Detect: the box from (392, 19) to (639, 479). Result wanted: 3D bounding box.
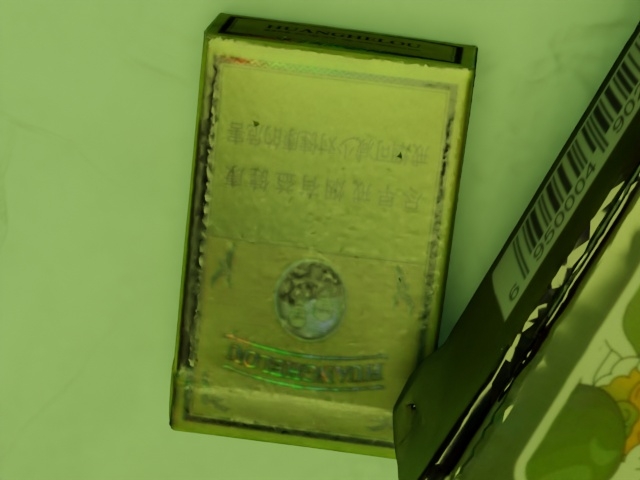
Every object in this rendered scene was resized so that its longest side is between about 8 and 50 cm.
[{"bbox_3d":[0.301,0.048,0.907,0.420,0.138,0.373,27,107,-11],"label":"box"}]

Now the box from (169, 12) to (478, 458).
[{"bbox_3d":[0.000,0.000,0.998,0.141,0.064,0.220,8,109,3],"label":"box"}]
